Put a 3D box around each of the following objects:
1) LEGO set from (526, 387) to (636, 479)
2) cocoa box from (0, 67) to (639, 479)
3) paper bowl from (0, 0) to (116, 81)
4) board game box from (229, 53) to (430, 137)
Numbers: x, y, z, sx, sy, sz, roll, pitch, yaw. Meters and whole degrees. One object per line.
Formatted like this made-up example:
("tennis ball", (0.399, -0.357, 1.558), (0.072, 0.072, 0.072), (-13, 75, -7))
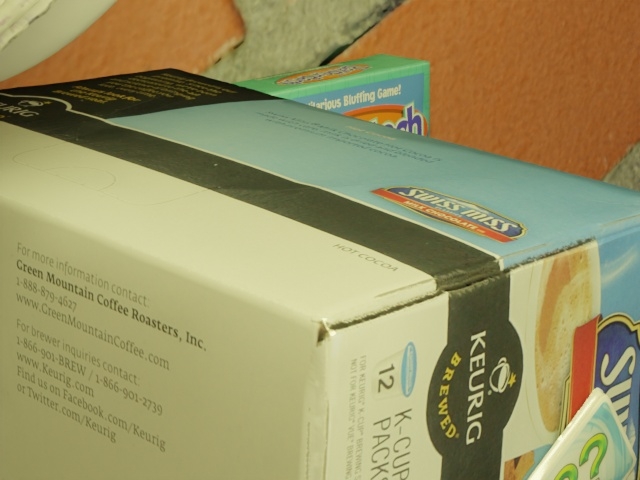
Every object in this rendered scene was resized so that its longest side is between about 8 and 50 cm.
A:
("LEGO set", (0.083, 0.206, 0.640), (0.244, 0.060, 0.182), (-48, 132, -22))
("cocoa box", (-0.045, 0.068, 0.751), (0.228, 0.347, 0.231), (-15, 115, -43))
("paper bowl", (-0.153, -0.170, 0.617), (0.148, 0.284, 0.284), (36, 75, -46))
("board game box", (0.000, 0.000, 1.002), (0.160, 0.047, 0.210), (-17, 112, -43))
